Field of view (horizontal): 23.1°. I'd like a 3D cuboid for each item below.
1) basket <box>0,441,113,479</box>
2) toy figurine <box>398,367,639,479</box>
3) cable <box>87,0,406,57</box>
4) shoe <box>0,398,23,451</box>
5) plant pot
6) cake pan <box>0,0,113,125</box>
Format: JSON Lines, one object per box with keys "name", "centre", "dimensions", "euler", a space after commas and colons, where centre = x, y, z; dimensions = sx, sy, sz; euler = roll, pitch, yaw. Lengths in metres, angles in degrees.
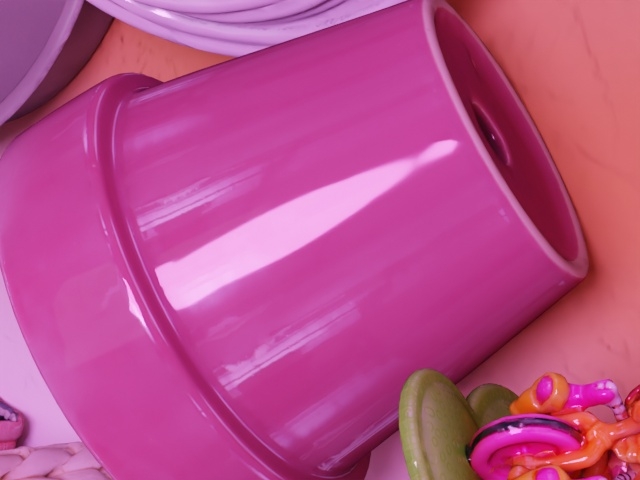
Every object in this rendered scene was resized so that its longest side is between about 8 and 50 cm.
{"name": "basket", "centre": [-0.219, 0.290, 0.709], "dimensions": [0.328, 0.331, 0.266], "euler": [-49, 61, 27]}
{"name": "toy figurine", "centre": [0.137, 0.079, 0.557], "dimensions": [0.159, 0.173, 0.130], "euler": [-22, 46, 23]}
{"name": "cable", "centre": [-0.047, -0.190, 0.650], "dimensions": [0.257, 0.089, 0.257], "euler": [-22, 120, 43]}
{"name": "shoe", "centre": [-0.240, 0.106, 0.893], "dimensions": [0.178, 0.063, 0.081], "euler": [21, 99, 32]}
{"name": "plant pot", "centre": [0.000, 0.000, 0.637], "dimensions": [0.180, 0.201, 0.201], "euler": [-28, 73, 18]}
{"name": "cake pan", "centre": [-0.205, -0.189, 0.866], "dimensions": [0.293, 0.054, 0.293], "euler": [0, 90, 37]}
